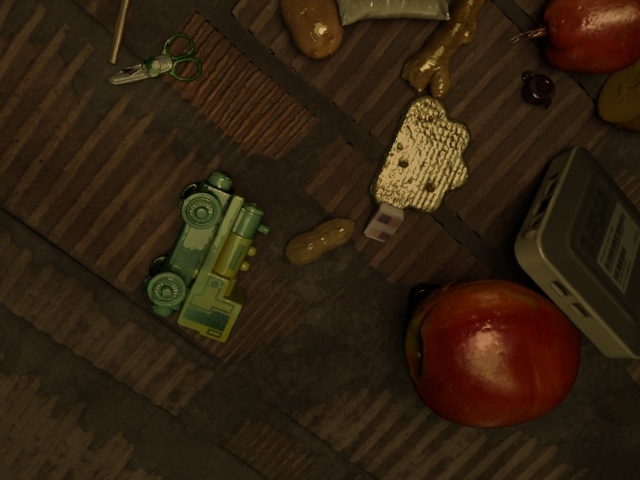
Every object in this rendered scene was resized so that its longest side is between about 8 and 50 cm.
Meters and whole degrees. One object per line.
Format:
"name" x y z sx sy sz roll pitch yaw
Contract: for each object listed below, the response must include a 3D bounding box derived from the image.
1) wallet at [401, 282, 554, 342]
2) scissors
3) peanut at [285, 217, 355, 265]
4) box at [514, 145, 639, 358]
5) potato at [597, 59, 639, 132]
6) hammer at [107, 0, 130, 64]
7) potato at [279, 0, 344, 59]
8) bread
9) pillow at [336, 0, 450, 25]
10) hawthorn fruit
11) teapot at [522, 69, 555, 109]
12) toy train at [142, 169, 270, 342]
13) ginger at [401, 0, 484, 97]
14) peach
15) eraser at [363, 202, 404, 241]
"wallet" 0.401 0.204 1.183 0.377 0.051 0.197 1 106 -2
"scissors" -0.369 -0.383 1.030 0.204 0.027 0.101 -19 100 0
"peanut" 0.000 0.000 1.104 0.187 0.082 0.082 -27 102 5
"box" 0.614 0.018 1.028 0.373 0.090 0.367 44 58 -12
"potato" 0.749 -0.314 1.032 0.158 0.178 0.203 31 75 -24
"hammer" -0.429 -0.483 1.011 0.062 0.013 0.199 18 102 -6
"potato" -0.018 -0.470 0.979 0.118 0.109 0.178 -21 85 -12
"bread" 0.247 -0.179 1.085 0.207 0.056 0.286 27 101 -4
"pillow" 0.138 -0.509 0.960 0.254 0.078 0.144 -9 80 -16
"hawthorn fruit" 0.548 -0.452 0.966 0.299 0.211 0.211 -5 103 7
"teapot" 0.496 -0.345 1.065 0.068 0.045 0.100 -32 84 -18
"toy train" -0.249 0.030 1.075 0.237 0.150 0.369 24 101 -16
"ginger" 0.285 -0.463 1.013 0.118 0.065 0.299 28 99 11
"peach" 0.370 0.244 1.017 0.372 0.290 0.373 0 92 -8
"eraser" 0.149 -0.041 1.098 0.065 0.026 0.105 18 141 -9
